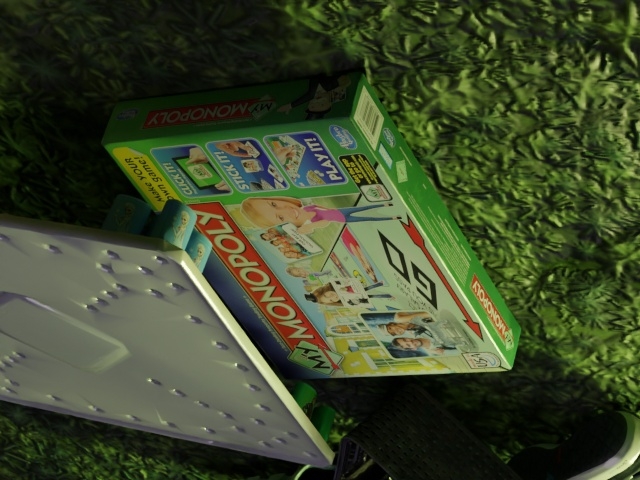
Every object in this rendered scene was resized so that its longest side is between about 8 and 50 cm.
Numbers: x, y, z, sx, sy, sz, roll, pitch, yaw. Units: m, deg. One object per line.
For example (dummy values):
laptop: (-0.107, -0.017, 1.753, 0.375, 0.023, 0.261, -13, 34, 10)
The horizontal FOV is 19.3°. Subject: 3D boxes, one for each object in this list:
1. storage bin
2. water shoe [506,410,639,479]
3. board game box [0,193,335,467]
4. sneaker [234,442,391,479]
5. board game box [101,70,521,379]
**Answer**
storage bin: (0.105, 0.227, 1.628, 0.180, 0.084, 0.122, 41, 152, 20)
water shoe: (0.228, 0.213, 1.635, 0.080, 0.073, 0.203, 25, 148, -20)
board game box: (-0.212, 0.056, 1.546, 0.390, 0.050, 0.390, 8, 154, 24)
sneaker: (-0.042, 0.243, 1.775, 0.255, 0.094, 0.151, -3, 148, 12)
board game box: (0.000, 0.000, 1.457, 0.213, 0.046, 0.317, -5, 140, 29)
